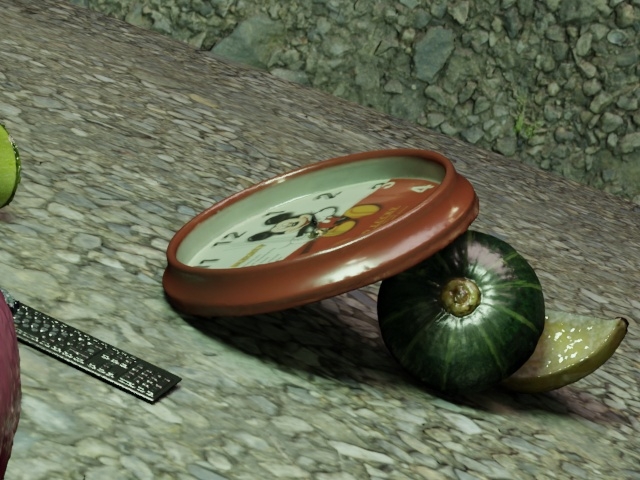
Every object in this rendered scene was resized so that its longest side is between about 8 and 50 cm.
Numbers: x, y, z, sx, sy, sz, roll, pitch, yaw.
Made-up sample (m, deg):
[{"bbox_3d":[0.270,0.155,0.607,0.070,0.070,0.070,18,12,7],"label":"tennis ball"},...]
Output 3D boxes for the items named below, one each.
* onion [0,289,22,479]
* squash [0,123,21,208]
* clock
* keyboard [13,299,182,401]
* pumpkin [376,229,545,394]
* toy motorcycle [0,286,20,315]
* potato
[{"bbox_3d":[-0.309,0.037,0.645,0.358,0.345,0.358,7,-9,1],"label":"onion"},{"bbox_3d":[-0.402,-0.073,1.391,0.224,0.094,0.094,-1,25,-44],"label":"squash"},{"bbox_3d":[0.000,0.000,1.438,0.318,0.080,0.318,-17,19,6],"label":"clock"},{"bbox_3d":[-0.211,0.082,1.211,0.198,0.010,0.063,24,16,11],"label":"keyboard"},{"bbox_3d":[0.139,0.068,1.461,0.167,0.167,0.125,26,-2,19],"label":"pumpkin"},{"bbox_3d":[-0.365,0.029,1.014,0.173,0.108,0.307,21,12,41],"label":"toy motorcycle"},{"bbox_3d":[0.189,0.119,1.555,0.261,0.100,0.120,12,-28,26],"label":"potato"}]
